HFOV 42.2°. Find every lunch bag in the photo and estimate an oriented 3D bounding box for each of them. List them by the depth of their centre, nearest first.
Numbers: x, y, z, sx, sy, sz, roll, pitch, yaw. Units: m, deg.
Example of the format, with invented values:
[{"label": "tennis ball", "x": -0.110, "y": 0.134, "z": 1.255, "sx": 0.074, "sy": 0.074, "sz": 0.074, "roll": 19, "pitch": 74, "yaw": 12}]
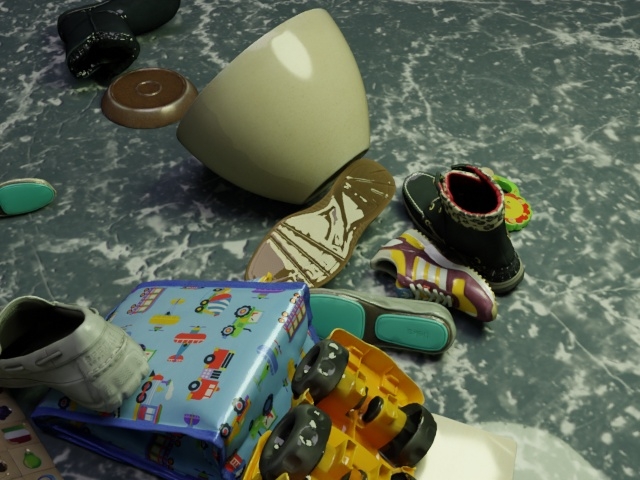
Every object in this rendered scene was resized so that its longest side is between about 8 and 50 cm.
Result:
[{"label": "lunch bag", "x": -0.175, "y": 0.146, "z": 0.954, "sx": 0.293, "sy": 0.138, "sz": 0.221, "roll": 9, "pitch": 45, "yaw": 24}]

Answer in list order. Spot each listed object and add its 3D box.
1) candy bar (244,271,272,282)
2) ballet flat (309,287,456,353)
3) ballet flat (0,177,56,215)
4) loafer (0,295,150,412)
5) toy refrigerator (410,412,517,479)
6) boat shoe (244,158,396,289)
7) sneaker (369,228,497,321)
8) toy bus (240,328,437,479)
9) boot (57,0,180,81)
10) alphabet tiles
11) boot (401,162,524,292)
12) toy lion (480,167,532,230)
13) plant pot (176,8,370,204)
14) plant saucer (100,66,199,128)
[{"label": "candy bar", "x": -0.120, "y": 0.067, "z": 1.047, "sx": 0.161, "sy": 0.018, "sz": 0.040, "roll": -15, "pitch": 25, "yaw": 42}, {"label": "ballet flat", "x": 0.065, "y": 0.099, "z": 1.050, "sx": 0.213, "sy": 0.072, "sz": 0.068, "roll": 10, "pitch": 17, "yaw": 8}, {"label": "ballet flat", "x": -0.474, "y": -0.062, "z": 1.208, "sx": 0.168, "sy": 0.057, "sz": 0.052, "roll": -17, "pitch": 37, "yaw": -19}, {"label": "loafer", "x": -0.316, "y": 0.106, "z": 0.923, "sx": 0.319, "sy": 0.111, "sz": 0.112, "roll": 1, "pitch": 42, "yaw": 40}, {"label": "toy refrigerator", "x": 0.112, "y": 0.311, "z": 0.798, "sx": 0.102, "sy": 0.094, "sz": 0.269, "roll": 17, "pitch": 46, "yaw": 6}, {"label": "boat shoe", "x": 0.000, "y": 0.000, "z": 1.140, "sx": 0.104, "sy": 0.089, "sz": 0.285, "roll": 45, "pitch": 57, "yaw": 6}, {"label": "sneaker", "x": 0.146, "y": 0.061, "z": 1.086, "sx": 0.084, "sy": 0.070, "sz": 0.185, "roll": -34, "pitch": 47, "yaw": -20}, {"label": "toy bus", "x": -0.007, "y": 0.229, "z": 0.810, "sx": 0.149, "sy": 0.211, "sz": 0.220, "roll": 37, "pitch": 35, "yaw": -12}, {"label": "boot", "x": -0.349, "y": -0.378, "z": 1.501, "sx": 0.246, "sy": 0.094, "sz": 0.207, "roll": -21, "pitch": 40, "yaw": -12}, {"label": "alphabet tiles", "x": -0.411, "y": 0.226, "z": 0.864, "sx": 0.237, "sy": 0.009, "sz": 0.198, "roll": -6, "pitch": 37, "yaw": -44}, {"label": "boot", "x": 0.179, "y": -0.055, "z": 1.113, "sx": 0.085, "sy": 0.179, "sz": 0.236, "roll": -35, "pitch": 53, "yaw": -5}, {"label": "toy lion", "x": 0.269, "y": -0.057, "z": 1.234, "sx": 0.096, "sy": 0.034, "sz": 0.100, "roll": 20, "pitch": 46, "yaw": 9}, {"label": "plant pot", "x": -0.039, "y": -0.164, "z": 1.201, "sx": 0.284, "sy": 0.284, "sz": 0.191, "roll": -38, "pitch": 88, "yaw": -34}, {"label": "plant saucer", "x": -0.295, "y": -0.253, "z": 1.431, "sx": 0.168, "sy": 0.029, "sz": 0.168, "roll": 0, "pitch": 43, "yaw": 0}]
